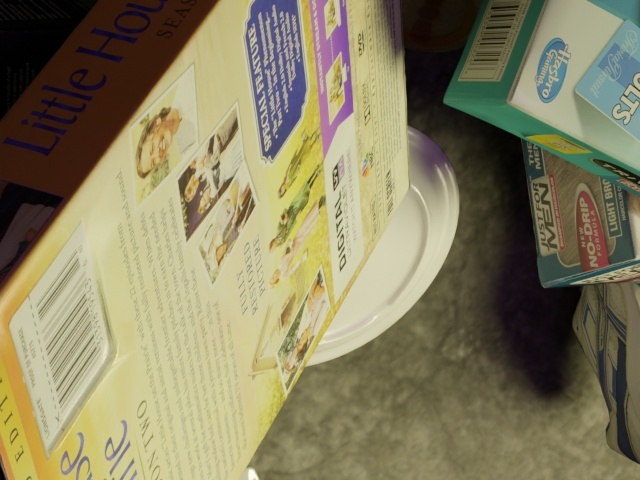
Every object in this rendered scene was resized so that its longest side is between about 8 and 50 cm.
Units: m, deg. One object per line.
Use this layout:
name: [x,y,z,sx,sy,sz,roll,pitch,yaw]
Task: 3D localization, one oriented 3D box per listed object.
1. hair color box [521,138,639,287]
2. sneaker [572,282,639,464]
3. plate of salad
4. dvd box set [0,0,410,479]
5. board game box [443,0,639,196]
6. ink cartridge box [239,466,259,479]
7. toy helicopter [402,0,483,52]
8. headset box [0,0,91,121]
hair color box: [0.302,-0.069,1.323,0.347,0.105,0.174,-4,82,-31]
sneaker: [0.220,0.025,1.397,0.112,0.131,0.296,-8,90,-29]
plate of salad: [0.000,0.000,1.296,0.200,0.048,0.200,-17,132,-19]
dvd box set: [-0.065,-0.001,0.993,0.308,0.062,0.420,83,29,-46]
board game box: [0.269,-0.132,1.173,0.336,0.079,0.254,24,84,-25]
ink cartridge box: [-0.068,0.235,1.349,0.104,0.061,0.181,-32,122,-15]
toy helicopter: [0.045,-0.240,1.151,0.235,0.140,0.355,-11,142,15]
headset box: [-0.279,-0.075,0.997,0.283,0.246,0.131,-6,113,-28]
